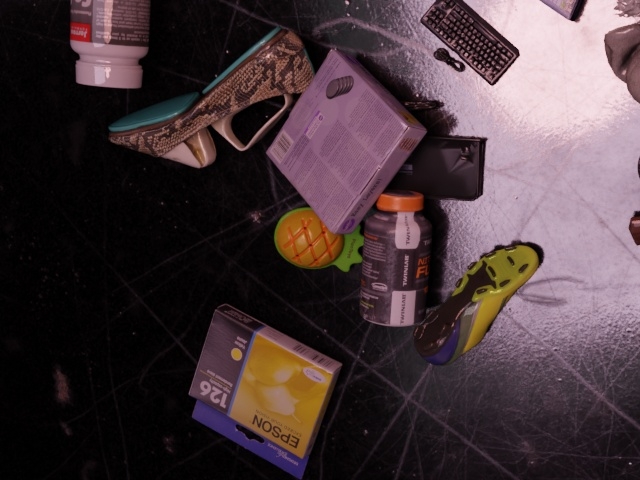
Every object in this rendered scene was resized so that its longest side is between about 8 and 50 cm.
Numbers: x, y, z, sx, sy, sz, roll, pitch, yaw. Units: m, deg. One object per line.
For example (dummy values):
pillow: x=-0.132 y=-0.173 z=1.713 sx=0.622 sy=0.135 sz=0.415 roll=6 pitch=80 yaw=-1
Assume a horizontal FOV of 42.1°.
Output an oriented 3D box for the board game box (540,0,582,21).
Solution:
board game box: x=0.373 y=-0.495 z=1.400 sx=0.194 sy=0.060 sz=0.194 roll=26 pitch=110 yaw=17

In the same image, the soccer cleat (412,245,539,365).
soccer cleat: x=0.298 y=0.122 z=1.557 sx=0.289 sy=0.121 sz=0.093 roll=-45 pitch=44 yaw=11

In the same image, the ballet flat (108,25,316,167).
ballet flat: x=-0.215 y=-0.250 z=1.683 sx=0.483 sy=0.164 sz=0.182 roll=-23 pitch=110 yaw=25

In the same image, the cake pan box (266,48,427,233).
cake pan box: x=0.037 y=-0.179 z=1.556 sx=0.246 sy=0.070 sz=0.267 roll=51 pitch=118 yaw=32

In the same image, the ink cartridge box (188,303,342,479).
ink cartridge box: x=-0.136 y=0.337 z=1.806 sx=0.304 sy=0.072 sz=0.307 roll=25 pitch=108 yaw=18

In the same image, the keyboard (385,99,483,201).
keyboard: x=0.153 y=-0.182 z=1.584 sx=0.317 sy=0.033 sz=0.201 roll=6 pitch=110 yaw=23

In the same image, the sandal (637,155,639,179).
sandal: x=0.587 y=-0.089 z=1.403 sx=0.067 sy=0.040 sz=0.179 roll=-18 pitch=107 yaw=32

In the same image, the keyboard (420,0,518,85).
keyboard: x=0.258 y=-0.356 z=1.503 sx=0.180 sy=0.023 sz=0.108 roll=45 pitch=115 yaw=11

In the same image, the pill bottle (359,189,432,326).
pill bottle: x=0.144 y=0.029 z=1.575 sx=0.130 sy=0.130 sz=0.245 roll=8 pitch=105 yaw=23

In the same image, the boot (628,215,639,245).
boot: x=0.566 y=-0.044 z=1.392 sx=0.114 sy=0.037 sz=0.106 roll=-8 pitch=111 yaw=35

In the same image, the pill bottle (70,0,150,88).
pill bottle: x=-0.435 y=-0.464 z=1.722 sx=0.161 sy=0.161 sz=0.283 roll=11 pitch=105 yaw=22

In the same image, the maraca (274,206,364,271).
maraca: x=0.000 y=0.000 z=1.659 sx=0.186 sy=0.099 sz=0.127 roll=13 pitch=110 yaw=-5

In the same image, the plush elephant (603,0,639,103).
plush elephant: x=0.574 y=-0.294 z=1.262 sx=0.330 sy=0.255 sz=0.272 roll=-9 pitch=53 yaw=-5
